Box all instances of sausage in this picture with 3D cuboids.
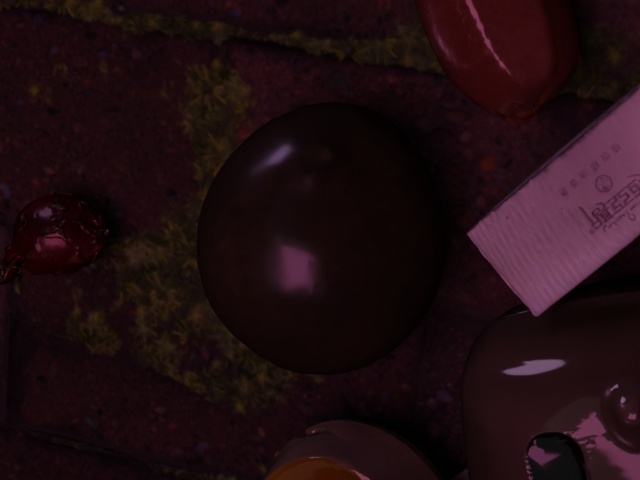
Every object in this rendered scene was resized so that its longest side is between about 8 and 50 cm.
[{"bbox_3d":[0.158,-0.230,1.605,0.148,0.148,0.254,-19,90,26],"label":"sausage"}]

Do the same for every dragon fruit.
[{"bbox_3d":[-0.312,0.002,1.895,0.190,0.094,0.094,-17,97,37],"label":"dragon fruit"}]

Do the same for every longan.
[{"bbox_3d":[0.000,0.000,1.671,0.258,0.258,0.258,6,106,21],"label":"longan"}]

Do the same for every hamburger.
[{"bbox_3d":[0.057,0.324,1.784,0.227,0.151,0.295,-27,89,30],"label":"hamburger"}]

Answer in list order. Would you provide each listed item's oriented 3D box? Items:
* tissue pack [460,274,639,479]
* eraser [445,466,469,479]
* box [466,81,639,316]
[{"bbox_3d":[0.282,0.237,1.601,0.267,0.277,0.387,-10,99,27],"label":"tissue pack"},{"bbox_3d":[0.146,0.263,1.804,0.083,0.019,0.038,-39,88,26],"label":"eraser"},{"bbox_3d":[0.280,-0.066,1.564,0.111,0.194,0.260,48,117,5],"label":"box"}]
